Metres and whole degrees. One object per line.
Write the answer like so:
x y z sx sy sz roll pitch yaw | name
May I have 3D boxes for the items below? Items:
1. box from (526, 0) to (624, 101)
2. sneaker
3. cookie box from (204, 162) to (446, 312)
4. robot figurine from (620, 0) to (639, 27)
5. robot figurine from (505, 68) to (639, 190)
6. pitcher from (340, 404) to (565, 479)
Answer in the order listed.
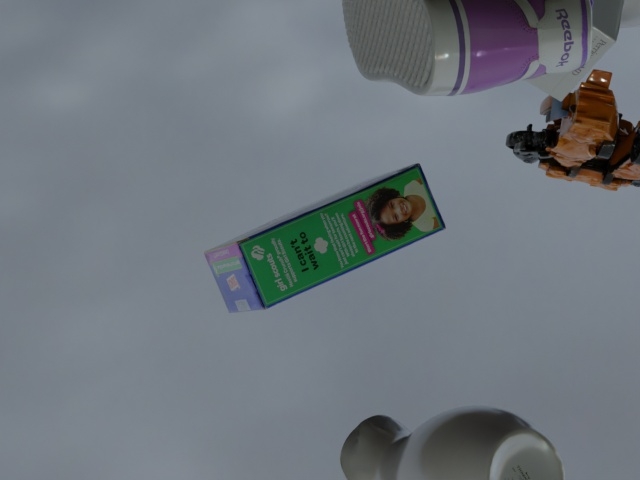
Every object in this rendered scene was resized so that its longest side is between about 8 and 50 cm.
0.239 -0.217 1.695 0.087 0.101 0.102 29 -135 -11 | box
0.114 -0.170 1.278 0.161 0.102 0.282 -9 -156 -14 | sneaker
0.000 0.000 0.903 0.107 0.040 0.092 -25 -177 -15 | cookie box
0.330 -0.391 1.910 0.200 0.353 0.300 -15 -163 23 | robot figurine
0.328 -0.117 1.917 0.211 0.291 0.085 13 -96 -3 | robot figurine
0.130 0.229 1.485 0.125 0.178 0.207 -40 -166 -29 | pitcher
